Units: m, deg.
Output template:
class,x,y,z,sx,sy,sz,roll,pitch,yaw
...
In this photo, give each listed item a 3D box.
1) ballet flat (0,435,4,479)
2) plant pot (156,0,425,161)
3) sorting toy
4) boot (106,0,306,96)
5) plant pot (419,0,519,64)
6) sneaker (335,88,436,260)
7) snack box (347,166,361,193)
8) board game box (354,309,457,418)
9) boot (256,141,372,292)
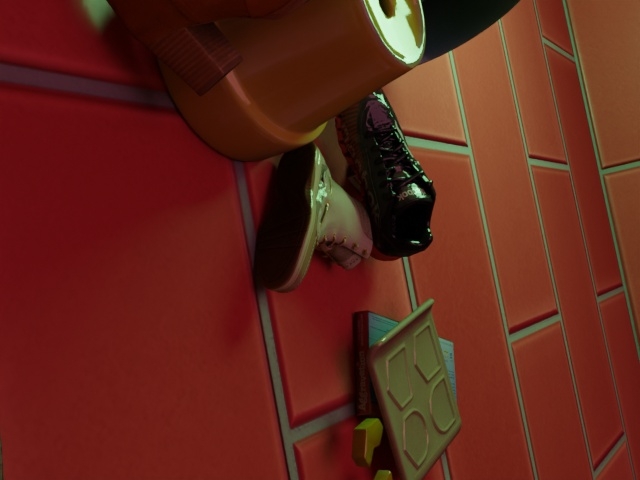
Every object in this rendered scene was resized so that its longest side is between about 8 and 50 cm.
class,x,y,z,sx,sy,sz,roll,pitch,yaw
ballet flat,-0.259,0.129,0.545,0.084,0.058,0.250,2,77,-57
plant pot,-0.021,-0.239,0.883,0.254,0.239,0.254,25,60,-52
sorting toy,0.109,0.232,1.057,0.307,0.041,0.229,-25,105,-57
boot,-0.093,-0.292,0.707,0.211,0.295,0.104,49,27,-13
plant pot,0.156,-0.445,1.204,0.293,0.293,0.235,-13,75,-58
sneaker,0.098,-0.098,1.080,0.097,0.135,0.276,-18,103,-21
snack box,0.081,-0.148,1.209,0.064,0.022,0.178,46,43,-38
board game box,0.136,0.204,1.163,0.281,0.027,0.145,25,58,-52
boot,0.000,0.000,0.983,0.165,0.077,0.213,46,43,-43
